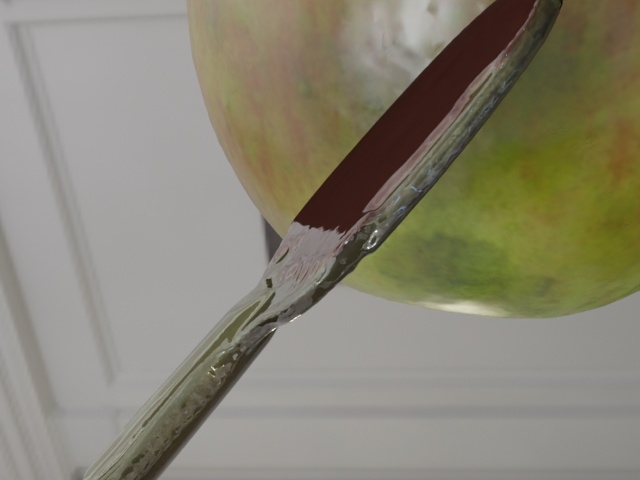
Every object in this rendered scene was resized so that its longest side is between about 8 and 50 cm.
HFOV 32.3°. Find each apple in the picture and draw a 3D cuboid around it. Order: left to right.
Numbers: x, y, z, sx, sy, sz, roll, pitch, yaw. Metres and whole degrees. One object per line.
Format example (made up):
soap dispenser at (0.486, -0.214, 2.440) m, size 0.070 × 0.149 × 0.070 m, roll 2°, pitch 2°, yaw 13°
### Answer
apple at (0.100, -0.124, 0.596) m, size 0.339 × 0.339 × 0.339 m, roll -1°, pitch -90°, yaw -83°

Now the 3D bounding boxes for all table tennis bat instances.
table tennis bat at (0.000, 0.000, 0.381) m, size 0.234 × 0.022 × 0.131 m, roll -50°, pitch 10°, yaw 2°
